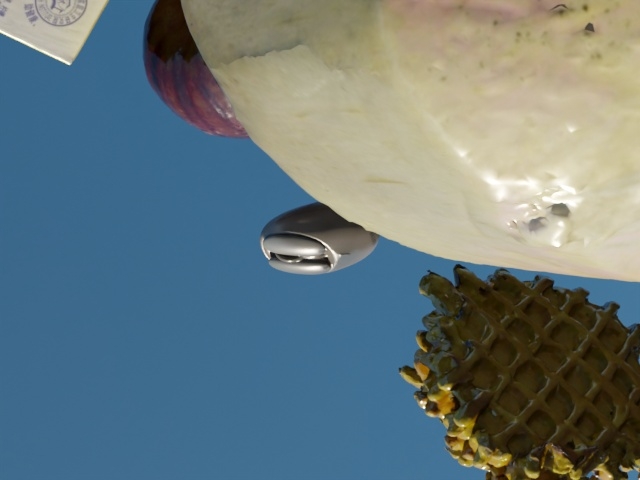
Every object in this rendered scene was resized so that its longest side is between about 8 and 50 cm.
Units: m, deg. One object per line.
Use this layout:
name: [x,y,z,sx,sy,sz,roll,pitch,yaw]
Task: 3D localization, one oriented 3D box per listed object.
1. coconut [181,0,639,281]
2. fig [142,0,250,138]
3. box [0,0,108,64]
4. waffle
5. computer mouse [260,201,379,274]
coconut: [0.077,-0.103,0.449,0.259,0.259,0.259,12,-109,-38]
fig: [-0.067,-0.144,1.144,0.149,0.202,0.148,28,-121,7]
box: [-0.199,-0.284,1.059,0.168,0.097,0.265,22,-71,-30]
waffle: [0.158,0.107,1.035,0.193,0.070,0.197,-3,-129,-26]
computer mouse: [0.001,0.002,1.144,0.066,0.096,0.039,76,179,-50]
